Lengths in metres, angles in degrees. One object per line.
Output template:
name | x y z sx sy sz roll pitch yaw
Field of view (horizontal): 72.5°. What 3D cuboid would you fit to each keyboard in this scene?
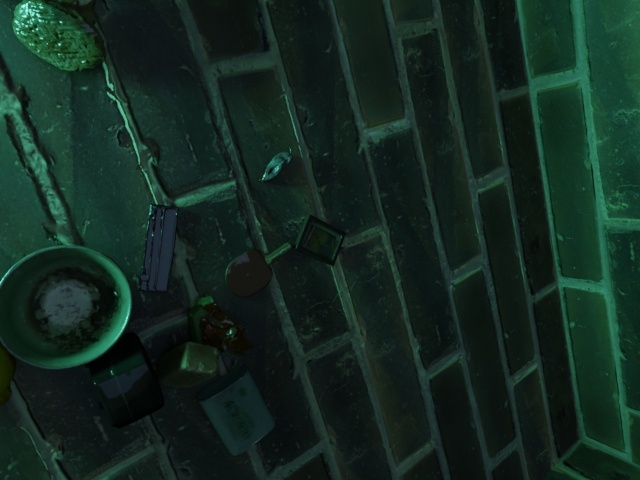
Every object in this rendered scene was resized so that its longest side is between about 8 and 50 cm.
keyboard | -0.459 0.024 1.249 0.087 0.017 0.251 7 90 -30

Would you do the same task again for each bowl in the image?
bowl | -0.623 0.162 1.076 0.289 0.146 0.289 5 80 -28

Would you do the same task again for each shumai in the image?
shumai | -0.609 -0.519 1.054 0.209 0.161 0.153 9 58 -1

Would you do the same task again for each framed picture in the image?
framed picture | 0.000 0.000 1.514 0.168 0.023 0.128 26 81 -30

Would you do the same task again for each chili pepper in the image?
chili pepper | -0.138 -0.241 1.401 0.050 0.041 0.153 38 71 16

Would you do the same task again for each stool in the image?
stool | -0.508 0.365 1.138 0.141 0.232 0.232 -23 106 -25

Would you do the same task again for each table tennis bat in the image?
table tennis bat | -0.195 0.083 1.411 0.246 0.022 0.138 -34 111 -21

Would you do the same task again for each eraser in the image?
eraser | -0.261 0.538 1.376 0.174 0.081 0.227 -31 110 -24

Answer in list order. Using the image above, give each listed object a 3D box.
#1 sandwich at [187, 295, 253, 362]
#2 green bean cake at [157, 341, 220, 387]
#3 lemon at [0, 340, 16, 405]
sandwich | -0.303 0.268 1.285 0.109 0.159 0.185 -37 121 -43
green bean cake | -0.375 0.355 1.234 0.109 0.179 0.085 26 47 -36
lemon | -0.815 0.275 0.928 0.283 0.260 0.261 15 87 -33
